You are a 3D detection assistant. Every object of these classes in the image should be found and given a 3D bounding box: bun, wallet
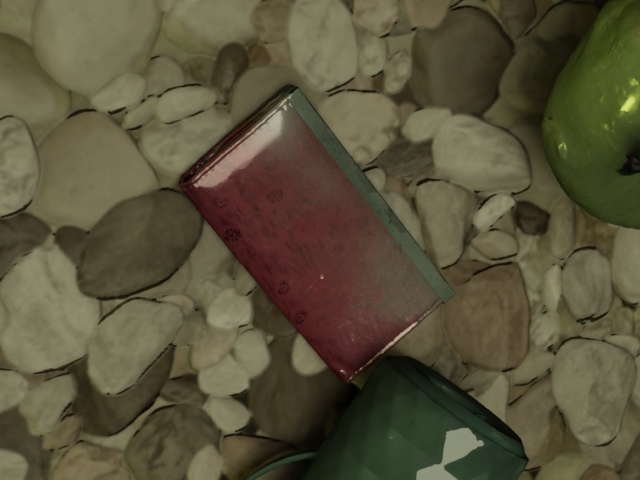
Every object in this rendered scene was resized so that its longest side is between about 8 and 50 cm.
[{"bbox_3d":[0.307,-0.136,1.250,0.293,0.293,0.187,-4,68,-20],"label":"bun"},{"bbox_3d":[0.000,0.000,1.272,0.119,0.025,0.232,-41,117,-5],"label":"wallet"}]

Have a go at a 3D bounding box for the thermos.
[{"bbox_3d":[0.020,0.232,1.302,0.182,0.145,0.286,37,94,4],"label":"thermos"}]
